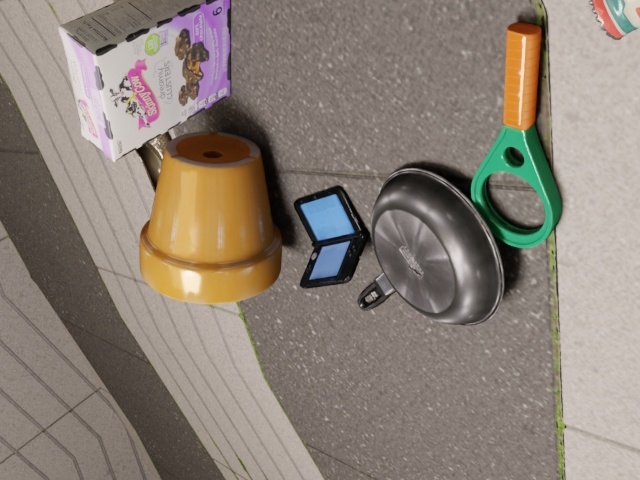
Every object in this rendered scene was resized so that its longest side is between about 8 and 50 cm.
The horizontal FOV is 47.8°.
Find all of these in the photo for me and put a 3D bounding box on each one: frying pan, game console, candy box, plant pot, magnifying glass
[{"bbox_3d":[0.089,0.015,0.871,0.326,0.053,0.197,-3,112,59],"label":"frying pan"},{"bbox_3d":[0.000,0.000,0.963,0.071,0.107,0.122,32,157,-24],"label":"game console"},{"bbox_3d":[-0.205,-0.215,0.886,0.070,0.196,0.164,39,147,22],"label":"candy box"},{"bbox_3d":[-0.153,-0.044,1.017,0.205,0.205,0.187,28,126,35],"label":"plant pot"},{"bbox_3d":[0.184,-0.089,0.672,0.092,0.026,0.230,27,143,36],"label":"magnifying glass"}]

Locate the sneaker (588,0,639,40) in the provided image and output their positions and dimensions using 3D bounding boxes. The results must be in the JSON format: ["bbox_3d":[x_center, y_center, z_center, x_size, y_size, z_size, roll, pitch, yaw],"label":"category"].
[{"bbox_3d":[0.207,-0.221,0.484,0.075,0.057,0.161,-13,111,39],"label":"sneaker"}]

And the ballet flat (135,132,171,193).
[{"bbox_3d":[-0.271,-0.114,1.213,0.084,0.058,0.249,12,131,47],"label":"ballet flat"}]
